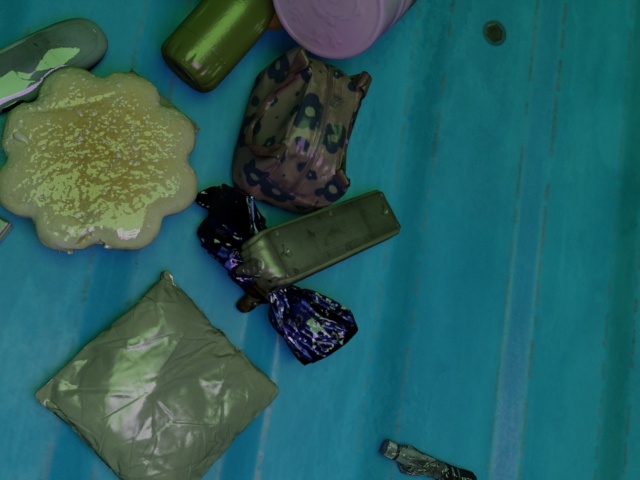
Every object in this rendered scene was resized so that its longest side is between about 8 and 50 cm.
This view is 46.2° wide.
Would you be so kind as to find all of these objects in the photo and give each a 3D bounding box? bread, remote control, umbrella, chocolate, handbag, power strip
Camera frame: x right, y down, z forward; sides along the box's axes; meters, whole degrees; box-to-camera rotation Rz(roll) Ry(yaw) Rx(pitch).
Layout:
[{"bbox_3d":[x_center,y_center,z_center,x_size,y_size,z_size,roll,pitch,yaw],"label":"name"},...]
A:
[{"bbox_3d":[-0.335,-0.125,1.145,0.316,0.054,0.316,4,76,-15],"label":"bread"},{"bbox_3d":[-0.452,-0.273,1.177,0.256,0.045,0.097,-36,95,-18],"label":"remote control"},{"bbox_3d":[0.190,0.400,1.312,0.188,0.046,0.050,26,79,-15],"label":"umbrella"},{"bbox_3d":[-0.094,0.058,1.226,0.148,0.126,0.343,-40,94,20],"label":"chocolate"},{"bbox_3d":[-0.027,-0.184,1.237,0.190,0.193,0.251,17,78,-21],"label":"handbag"},{"bbox_3d":[0.000,0.000,1.210,0.387,0.066,0.092,-21,80,-50],"label":"power strip"}]

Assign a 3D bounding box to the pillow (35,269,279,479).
[{"bbox_3d":[-0.242,0.236,1.165,0.281,0.076,0.274,48,68,-8],"label":"pillow"}]

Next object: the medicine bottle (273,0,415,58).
[{"bbox_3d":[0.077,-0.457,1.255,0.202,0.202,0.316,45,48,-9],"label":"medicine bottle"}]

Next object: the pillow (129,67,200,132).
[{"bbox_3d":[-0.314,-0.147,1.207,0.148,0.050,0.229,39,69,-15],"label":"pillow"}]

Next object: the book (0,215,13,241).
[{"bbox_3d":[-0.665,0.057,1.062,0.264,0.031,0.379,35,73,-11],"label":"book"}]

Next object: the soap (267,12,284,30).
[{"bbox_3d":[-0.126,-0.429,1.320,0.168,0.033,0.089,18,77,-17],"label":"soap"}]

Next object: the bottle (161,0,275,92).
[{"bbox_3d":[-0.144,-0.371,1.246,0.112,0.112,0.260,41,81,-10],"label":"bottle"}]
